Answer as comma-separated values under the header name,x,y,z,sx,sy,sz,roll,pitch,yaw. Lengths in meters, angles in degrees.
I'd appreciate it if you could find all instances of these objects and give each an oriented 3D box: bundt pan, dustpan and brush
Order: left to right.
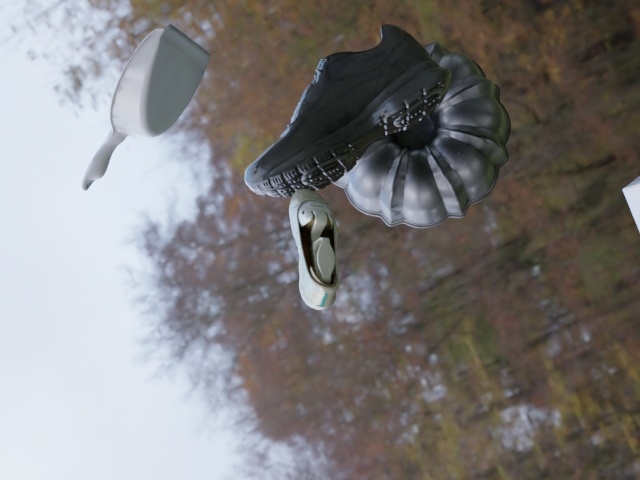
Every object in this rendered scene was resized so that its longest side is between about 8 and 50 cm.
name,x,y,z,sx,sy,sz,roll,pitch,yaw
dustpan and brush,-0.216,-0.147,1.442,0.060,0.211,0.147,23,179,17
bundt pan,0.157,-0.191,2.079,0.124,0.330,0.331,49,-162,-78

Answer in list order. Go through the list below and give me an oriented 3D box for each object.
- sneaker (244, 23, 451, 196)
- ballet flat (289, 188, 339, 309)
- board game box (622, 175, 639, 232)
name,x,y,z,sx,sy,sz,roll,pitch,yaw
sneaker,0.019,-0.159,1.542,0.130,0.286,0.109,55,174,16
ballet flat,0.000,0.000,1.410,0.052,0.057,0.168,116,151,-51
board game box,0.407,0.051,1.194,0.193,0.053,0.305,-30,-80,-46
